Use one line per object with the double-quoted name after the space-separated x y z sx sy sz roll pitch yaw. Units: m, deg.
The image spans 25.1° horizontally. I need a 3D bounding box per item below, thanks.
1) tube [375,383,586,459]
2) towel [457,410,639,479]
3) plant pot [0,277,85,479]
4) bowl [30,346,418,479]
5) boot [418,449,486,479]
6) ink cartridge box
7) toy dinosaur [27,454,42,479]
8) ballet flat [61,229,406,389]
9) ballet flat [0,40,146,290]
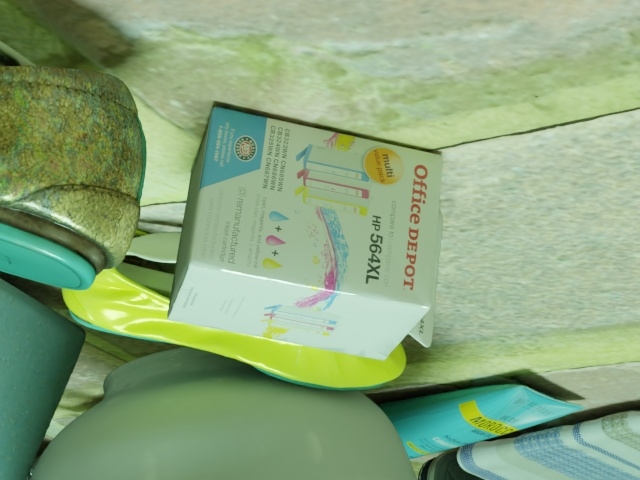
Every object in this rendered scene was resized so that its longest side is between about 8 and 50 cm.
0.099 0.142 1.133 0.207 0.052 0.080 -19 157 37 "tube"
0.276 0.182 1.182 0.209 0.034 0.285 25 150 -30 "towel"
-0.361 0.106 0.963 0.247 0.248 0.252 -10 138 37 "plant pot"
-0.072 0.153 0.990 0.298 0.134 0.298 -8 160 -3 "bowl"
0.128 0.260 1.348 0.178 0.085 0.236 -12 151 44 "boot"
0.000 0.000 0.762 0.143 0.092 0.090 10 157 -9 "ink cartridge box"
-0.203 0.182 1.271 0.118 0.064 0.268 -30 168 -27 "toy dinosaur"
-0.047 0.037 0.904 0.231 0.077 0.077 13 128 -10 "ballet flat"
-0.248 -0.070 0.654 0.348 0.123 0.123 14 157 -5 "ballet flat"
